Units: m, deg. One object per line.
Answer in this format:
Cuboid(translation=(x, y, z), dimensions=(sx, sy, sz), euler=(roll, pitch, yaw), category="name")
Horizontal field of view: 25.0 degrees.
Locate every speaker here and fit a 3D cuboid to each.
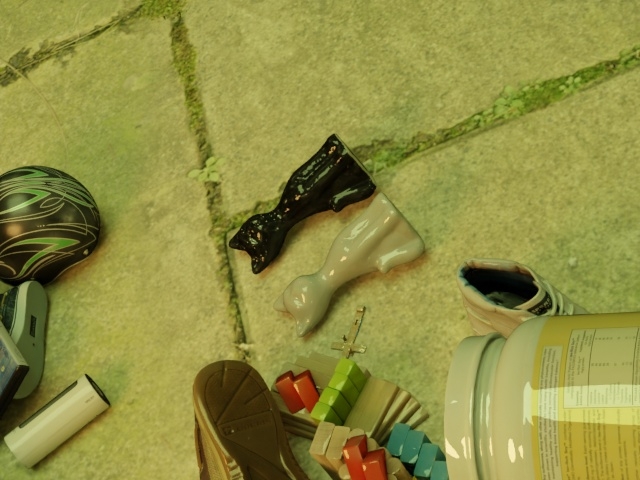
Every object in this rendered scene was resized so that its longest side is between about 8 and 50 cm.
Cuboid(translation=(-0.344, 0.237, 1.883), dimensions=(0.136, 0.055, 0.055), euler=(-38, 50, -3), category="speaker")

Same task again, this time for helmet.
Cuboid(translation=(-0.400, -0.027, 2.038), dimensions=(0.161, 0.169, 0.169), euler=(-33, 47, 23), category="helmet")

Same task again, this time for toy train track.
Cuboid(translation=(0.038, 0.116, 1.814), dimensions=(0.048, 0.014, 0.083), euler=(5, 59, 28), category="toy train track")

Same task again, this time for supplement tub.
Cuboid(translation=(0.315, 0.193, 1.480), dimensions=(0.331, 0.241, 0.241), euler=(-4, 56, 23), category="supplement tub")

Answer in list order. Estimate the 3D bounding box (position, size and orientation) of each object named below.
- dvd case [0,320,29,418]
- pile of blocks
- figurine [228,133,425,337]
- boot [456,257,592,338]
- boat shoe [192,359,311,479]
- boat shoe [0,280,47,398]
Cuboid(translation=(-0.491, 0.165, 1.973), dimensions=(0.253, 0.022, 0.180), euler=(47, 113, 40), category="dvd case")
Cuboid(translation=(0.061, 0.230, 1.657), dimensions=(0.149, 0.113, 0.362), euler=(-41, 50, -6), category="pile of blocks")
Cuboid(translation=(0.000, 0.000, 1.878), dimensions=(0.209, 0.092, 0.215), euler=(-40, 50, 5), category="figurine")
Cuboid(translation=(0.264, 0.102, 1.644), dimensions=(0.258, 0.123, 0.095), euler=(21, 68, 35), category="boot")
Cuboid(translation=(-0.078, 0.312, 1.675), dimensions=(0.123, 0.123, 0.342), euler=(-11, 63, -26), category="boat shoe")
Cuboid(translation=(-0.429, 0.145, 1.990), dimensions=(0.083, 0.065, 0.183), euler=(-18, 48, 24), category="boat shoe")
